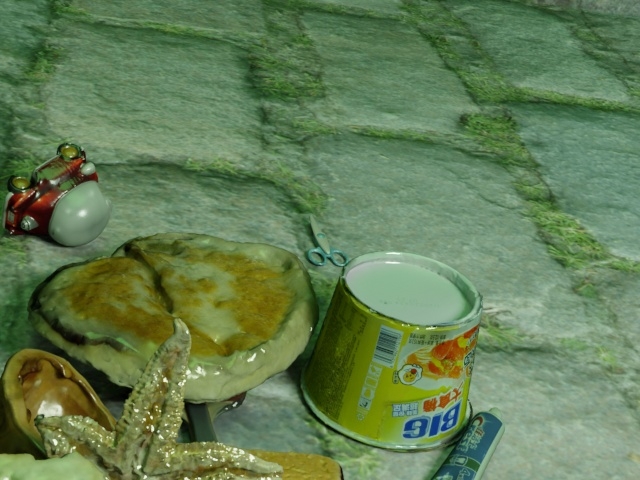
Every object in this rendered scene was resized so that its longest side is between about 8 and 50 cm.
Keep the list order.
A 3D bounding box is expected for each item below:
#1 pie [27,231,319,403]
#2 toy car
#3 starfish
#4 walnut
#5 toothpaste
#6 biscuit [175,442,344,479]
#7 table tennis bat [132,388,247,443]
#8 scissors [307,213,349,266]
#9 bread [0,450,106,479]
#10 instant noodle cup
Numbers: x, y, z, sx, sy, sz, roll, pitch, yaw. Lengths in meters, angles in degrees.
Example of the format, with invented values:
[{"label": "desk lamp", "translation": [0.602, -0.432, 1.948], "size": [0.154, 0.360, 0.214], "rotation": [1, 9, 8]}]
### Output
[{"label": "pie", "translation": [-0.161, 0.076, 1.302], "size": [0.339, 0.077, 0.339], "rotation": [6, 22, -2]}, {"label": "toy car", "translation": [-0.327, -0.041, 1.469], "size": [0.112, 0.112, 0.139], "rotation": [40, 47, 16]}, {"label": "starfish", "translation": [-0.145, 0.223, 0.946], "size": [0.231, 0.295, 0.048], "rotation": [36, -6, -18]}, {"label": "walnut", "translation": [-0.246, 0.196, 1.052], "size": [0.167, 0.087, 0.211], "rotation": [41, 9, -31]}, {"label": "toothpaste", "translation": [0.156, 0.230, 1.213], "size": [0.057, 0.034, 0.197], "rotation": [6, 26, 25]}, {"label": "biscuit", "translation": [-0.072, 0.234, 1.100], "size": [0.188, 0.056, 0.052], "rotation": [8, 31, -9]}, {"label": "table tennis bat", "translation": [-0.138, 0.164, 1.239], "size": [0.130, 0.019, 0.220], "rotation": [2, 29, -17]}, {"label": "scissors", "translation": [0.000, 0.000, 1.590], "size": [0.058, 0.014, 0.119], "rotation": [1, 33, -19]}, {"label": "bread", "translation": [-0.226, 0.279, 0.760], "size": [0.239, 0.252, 0.196], "rotation": [-8, 35, -36]}, {"label": "instant noodle cup", "translation": [0.084, 0.113, 1.275], "size": [0.205, 0.153, 0.205], "rotation": [7, 29, -4]}]
